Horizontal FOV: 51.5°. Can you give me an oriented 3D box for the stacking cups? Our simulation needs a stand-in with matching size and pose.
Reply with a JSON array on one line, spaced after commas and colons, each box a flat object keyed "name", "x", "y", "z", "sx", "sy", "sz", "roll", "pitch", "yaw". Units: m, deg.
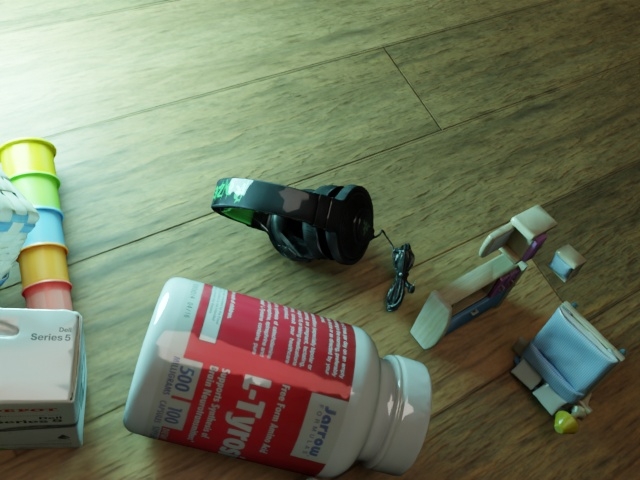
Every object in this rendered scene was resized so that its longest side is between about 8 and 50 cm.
[{"name": "stacking cups", "x": -0.441, "y": -0.008, "z": 1.058, "sx": 0.095, "sy": 0.096, "sz": 0.316, "roll": -11, "pitch": 70, "yaw": -23}]

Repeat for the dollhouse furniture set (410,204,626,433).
[{"name": "dollhouse furniture set", "x": 0.347, "y": 0.165, "z": 1.099, "sx": 0.198, "sy": 0.286, "sz": 0.303, "roll": -26, "pitch": 62, "yaw": -28}]

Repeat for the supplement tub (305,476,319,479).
[{"name": "supplement tub", "x": 0.072, "y": 0.463, "z": 0.906, "sx": 0.272, "sy": 0.191, "sz": 0.191, "roll": 27, "pitch": 58, "yaw": -3}]

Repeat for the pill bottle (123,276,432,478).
[{"name": "pill bottle", "x": -0.058, "y": 0.213, "z": 0.975, "sx": 0.407, "sy": 0.229, "sz": 0.229, "roll": 16, "pitch": 59, "yaw": -9}]

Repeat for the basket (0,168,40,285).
[{"name": "basket", "x": -0.563, "y": 0.000, "z": 0.941, "sx": 0.289, "sy": 0.201, "sz": 0.255, "roll": -42, "pitch": 81, "yaw": 6}]

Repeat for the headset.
[{"name": "headset", "x": 0.000, "y": 0.000, "z": 1.129, "sx": 0.394, "sy": 0.243, "sz": 0.185, "roll": 16, "pitch": 83, "yaw": -30}]

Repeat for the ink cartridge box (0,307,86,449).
[{"name": "ink cartridge box", "x": -0.408, "y": 0.187, "z": 0.850, "sx": 0.198, "sy": 0.273, "sz": 0.115, "roll": 3, "pitch": 62, "yaw": -16}]
